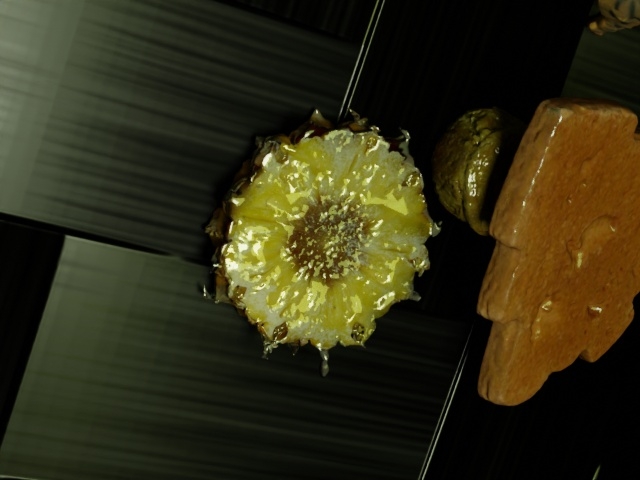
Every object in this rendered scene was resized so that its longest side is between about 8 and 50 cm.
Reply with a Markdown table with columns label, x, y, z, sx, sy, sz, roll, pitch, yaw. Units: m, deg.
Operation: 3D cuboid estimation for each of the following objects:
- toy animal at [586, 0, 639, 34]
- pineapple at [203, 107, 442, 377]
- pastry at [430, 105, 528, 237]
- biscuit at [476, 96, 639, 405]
| label | x | y | z | sx | sy | sz | roll | pitch | yaw |
| --- | --- | --- | --- | --- | --- | --- | --- | --- | --- |
| toy animal | 0.244 | -0.213 | 1.367 | 0.255 | 0.116 | 0.114 | -11 | 110 | -26 |
| pineapple | 0.000 | 0.000 | 1.344 | 0.221 | 0.047 | 0.221 | -8 | 109 | -24 |
| pastry | 0.141 | -0.057 | 1.398 | 0.097 | 0.057 | 0.109 | -24 | 119 | -27 |
| biscuit | 0.215 | -0.012 | 1.420 | 0.284 | 0.043 | 0.306 | -42 | 140 | -19 |
